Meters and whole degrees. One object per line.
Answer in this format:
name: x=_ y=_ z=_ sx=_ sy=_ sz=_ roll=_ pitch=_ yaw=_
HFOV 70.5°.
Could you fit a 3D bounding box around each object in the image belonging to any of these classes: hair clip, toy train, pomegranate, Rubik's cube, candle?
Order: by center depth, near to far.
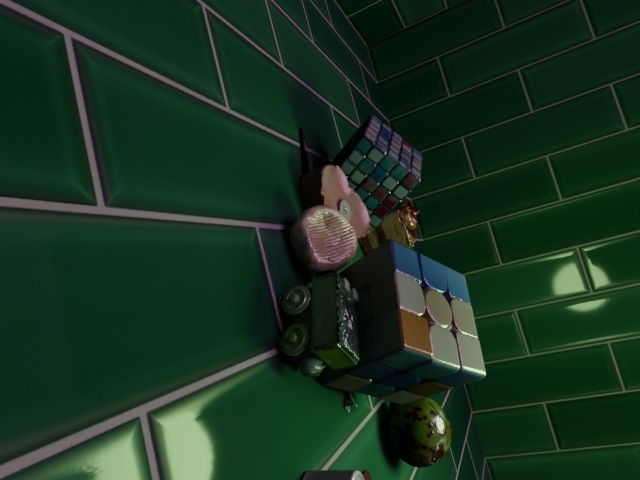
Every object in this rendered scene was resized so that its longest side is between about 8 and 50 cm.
toy train: x=0.001 y=0.220 z=1.191 sx=0.159 sy=0.188 sz=0.271 roll=53 pitch=27 yaw=-43
Rubik's cube: x=0.229 y=0.260 z=1.366 sx=0.344 sy=0.346 sz=0.346 roll=23 pitch=50 yaw=-29
hair clip: x=0.098 y=0.482 z=1.434 sx=0.115 sy=0.039 sz=0.030 roll=-87 pitch=156 yaw=-46
candle: x=0.043 y=-0.091 z=1.623 sx=0.317 sy=0.131 sz=0.287 roll=45 pitch=42 yaw=-34
pomegranate: x=0.357 y=0.665 z=1.671 sx=0.242 sy=0.242 sz=0.306 roll=57 pitch=18 yaw=-34
Rubik's cube: x=0.210 y=-0.281 z=1.817 sx=0.292 sy=0.287 sz=0.293 roll=35 pitch=32 yaw=-11

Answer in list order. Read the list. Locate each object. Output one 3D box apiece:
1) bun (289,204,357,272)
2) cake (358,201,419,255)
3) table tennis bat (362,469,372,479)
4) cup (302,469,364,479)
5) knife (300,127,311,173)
bun: x=0.000 y=0.000 z=1.412 sx=0.231 sy=0.133 sz=0.231 roll=10 pitch=71 yaw=-31
cake: x=0.323 y=-0.049 z=2.033 sx=0.198 sy=0.293 sz=0.196 roll=65 pitch=23 yaw=-8
table tennis bat: x=0.131 y=0.751 z=1.347 sx=0.156 sy=0.013 sz=0.087 roll=-13 pitch=89 yaw=-70
cup: x=0.039 y=0.598 z=1.073 sx=0.136 sy=0.133 sz=0.099 roll=40 pitch=42 yaw=-53
knife: x=-0.057 y=-0.341 z=1.703 sx=0.060 sy=0.028 sz=0.230 roll=60 pitch=19 yaw=-59
